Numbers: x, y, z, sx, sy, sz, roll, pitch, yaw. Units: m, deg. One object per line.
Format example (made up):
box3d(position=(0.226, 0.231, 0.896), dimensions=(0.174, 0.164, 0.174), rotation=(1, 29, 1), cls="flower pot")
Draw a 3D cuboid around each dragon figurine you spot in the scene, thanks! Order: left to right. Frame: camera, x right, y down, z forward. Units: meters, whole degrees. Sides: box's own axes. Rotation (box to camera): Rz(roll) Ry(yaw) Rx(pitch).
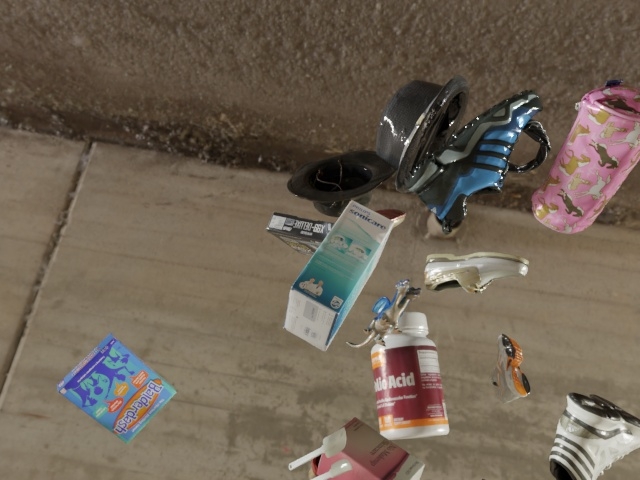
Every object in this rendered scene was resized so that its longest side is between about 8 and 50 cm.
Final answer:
box3d(position=(0.195, 0.229, 1.604), dimensions=(0.085, 0.144, 0.289), rotation=(35, 134, -3), cls="dragon figurine")

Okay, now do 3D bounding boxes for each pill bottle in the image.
box3d(position=(0.288, 0.451, 1.797), dimensions=(0.223, 0.393, 0.224), rotation=(-5, 158, -2), cls="pill bottle")

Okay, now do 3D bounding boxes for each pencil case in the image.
box3d(position=(0.649, -0.185, 1.301), dimensions=(0.160, 0.167, 0.386), rotation=(-19, 143, -19), cls="pencil case")

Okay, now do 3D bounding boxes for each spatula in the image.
box3d(position=(0.000, 0.561, 1.259), dimensions=(0.019, 0.168, 0.242), rotation=(12, 138, -36), cls="spatula")

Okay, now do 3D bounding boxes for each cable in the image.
box3d(position=(0.526, -0.250, 1.421), dimensions=(0.184, 0.151, 0.047), rotation=(0, -164, -16), cls="cable")

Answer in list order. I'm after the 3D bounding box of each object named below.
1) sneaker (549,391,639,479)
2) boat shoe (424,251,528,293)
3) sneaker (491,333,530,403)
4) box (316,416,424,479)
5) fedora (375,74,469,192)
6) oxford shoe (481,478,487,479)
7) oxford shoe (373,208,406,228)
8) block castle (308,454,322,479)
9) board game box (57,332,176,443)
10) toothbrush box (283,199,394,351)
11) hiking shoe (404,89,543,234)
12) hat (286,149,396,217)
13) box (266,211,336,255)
box3d(position=(0.781, 0.592, 1.543), dimensions=(0.447, 0.258, 0.169), rotation=(22, -174, -38), cls="sneaker")
box3d(position=(0.423, 0.095, 1.482), dimensions=(0.113, 0.103, 0.302), rotation=(26, 159, -38), cls="boat shoe")
box3d(position=(0.636, 0.444, 1.874), dimensions=(0.099, 0.263, 0.121), rotation=(31, 127, -15), cls="sneaker")
box3d(position=(0.130, 0.603, 1.419), dimensions=(0.232, 0.127, 0.148), rotation=(26, -156, 30), cls="box")
box3d(position=(0.252, -0.300, 1.435), dimensions=(0.152, 0.334, 0.334), rotation=(34, 167, 22), cls="fedora")
box3d(position=(0.373, 0.624, 1.172), dimensions=(0.096, 0.083, 0.227), rotation=(13, 123, 10), cls="oxford shoe")
box3d(position=(0.230, -0.038, 2.338), dimensions=(0.348, 0.130, 0.123), rotation=(-23, -151, -25), cls="oxford shoe")
box3d(position=(0.048, 0.862, 1.542), dimensions=(0.302, 0.453, 0.213), rotation=(21, 142, 2), cls="block castle")
box3d(position=(-0.466, 0.343, 1.245), dimensions=(0.210, 0.160, 0.047), rotation=(50, 163, -25), cls="board game box")
box3d(position=(0.043, 0.085, 1.300), dimensions=(0.126, 0.296, 0.216), rotation=(27, 146, 10), cls="toothbrush box")
box3d(position=(0.293, -0.148, 0.969), dimensions=(0.132, 0.304, 0.113), rotation=(53, 171, -3), cls="hiking shoe")
box3d(position=(0.070, -0.150, 1.637), dimensions=(0.331, 0.331, 0.134), rotation=(1, 123, 21), cls="hat")
box3d(position=(0.000, 0.000, 1.886), dimensions=(0.307, 0.077, 0.242), rotation=(12, 165, 34), cls="box")
